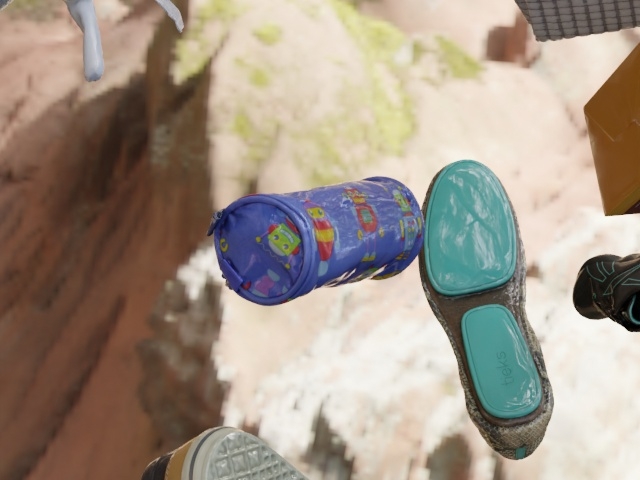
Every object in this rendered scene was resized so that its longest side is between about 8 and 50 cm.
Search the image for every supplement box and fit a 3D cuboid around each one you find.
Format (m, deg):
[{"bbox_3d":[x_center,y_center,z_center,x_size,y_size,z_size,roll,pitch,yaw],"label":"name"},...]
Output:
[{"bbox_3d":[0.403,-0.121,1.733,0.191,0.194,0.129,122,-38,-69],"label":"supplement box"}]

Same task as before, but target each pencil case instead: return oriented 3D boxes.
[{"bbox_3d":[0.000,0.000,1.822,0.119,0.133,0.306,60,27,10],"label":"pencil case"}]

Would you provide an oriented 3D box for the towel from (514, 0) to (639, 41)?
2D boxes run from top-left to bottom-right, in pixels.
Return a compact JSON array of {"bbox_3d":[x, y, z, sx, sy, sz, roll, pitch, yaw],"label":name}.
[{"bbox_3d":[0.321,-0.337,1.860,0.283,0.235,0.121,52,36,-64],"label":"towel"}]

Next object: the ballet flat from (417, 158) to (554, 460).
[{"bbox_3d":[0.242,0.114,2.521,0.182,0.164,0.482,81,-1,-56],"label":"ballet flat"}]

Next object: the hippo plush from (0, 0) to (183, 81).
[{"bbox_3d":[-0.254,-0.289,1.462,0.234,0.237,0.294,-38,108,-43],"label":"hippo plush"}]

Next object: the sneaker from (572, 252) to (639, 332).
[{"bbox_3d":[0.422,0.073,2.331,0.101,0.267,0.106,35,64,-11],"label":"sneaker"}]

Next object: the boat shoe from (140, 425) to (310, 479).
[{"bbox_3d":[-0.036,0.406,2.099,0.500,0.156,0.186,46,49,-31],"label":"boat shoe"}]
